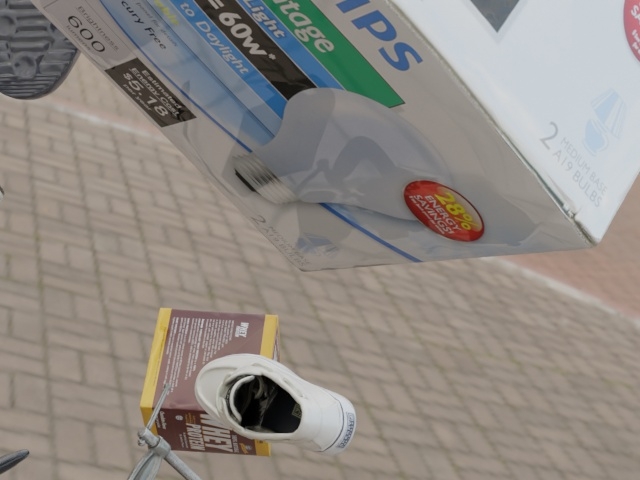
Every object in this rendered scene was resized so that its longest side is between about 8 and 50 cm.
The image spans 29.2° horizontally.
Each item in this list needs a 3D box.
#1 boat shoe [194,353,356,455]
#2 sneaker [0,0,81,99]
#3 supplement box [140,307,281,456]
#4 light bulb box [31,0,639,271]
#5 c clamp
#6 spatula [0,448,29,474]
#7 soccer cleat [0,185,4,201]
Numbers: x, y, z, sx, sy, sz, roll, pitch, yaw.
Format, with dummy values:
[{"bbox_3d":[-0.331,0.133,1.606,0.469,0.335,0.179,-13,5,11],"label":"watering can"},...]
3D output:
[{"bbox_3d":[-0.077,0.187,1.425,0.088,0.096,0.267,21,-2,-41],"label":"boat shoe"},{"bbox_3d":[-0.265,-0.280,1.221,0.112,0.319,0.131,8,-11,-4],"label":"sneaker"},{"bbox_3d":[-0.168,0.225,1.949,0.194,0.129,0.191,3,50,4],"label":"supplement box"},{"bbox_3d":[0.032,-0.174,0.945,0.358,0.225,0.361,45,-26,-22],"label":"light bulb box"},{"bbox_3d":[-0.133,0.240,1.172,0.022,0.161,0.137,-5,41,40],"label":"c clamp"},{"bbox_3d":[-0.517,0.333,1.594,0.296,0.030,0.084,-18,-4,-29],"label":"spatula"},{"bbox_3d":[-0.430,-0.097,1.056,0.318,0.116,0.108,38,-14,-16],"label":"soccer cleat"}]
